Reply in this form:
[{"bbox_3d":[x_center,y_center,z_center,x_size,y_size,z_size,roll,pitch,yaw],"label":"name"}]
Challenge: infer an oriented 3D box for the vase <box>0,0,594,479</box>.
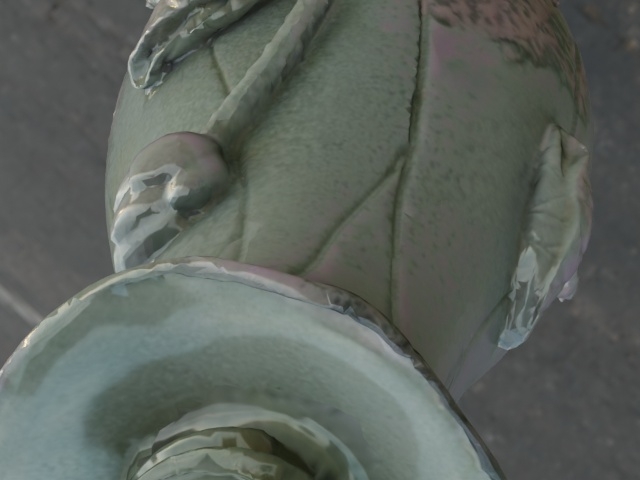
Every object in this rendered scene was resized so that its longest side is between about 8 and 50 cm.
[{"bbox_3d":[0.000,0.000,0.780,0.250,0.445,0.250,4,118,7],"label":"vase"}]
